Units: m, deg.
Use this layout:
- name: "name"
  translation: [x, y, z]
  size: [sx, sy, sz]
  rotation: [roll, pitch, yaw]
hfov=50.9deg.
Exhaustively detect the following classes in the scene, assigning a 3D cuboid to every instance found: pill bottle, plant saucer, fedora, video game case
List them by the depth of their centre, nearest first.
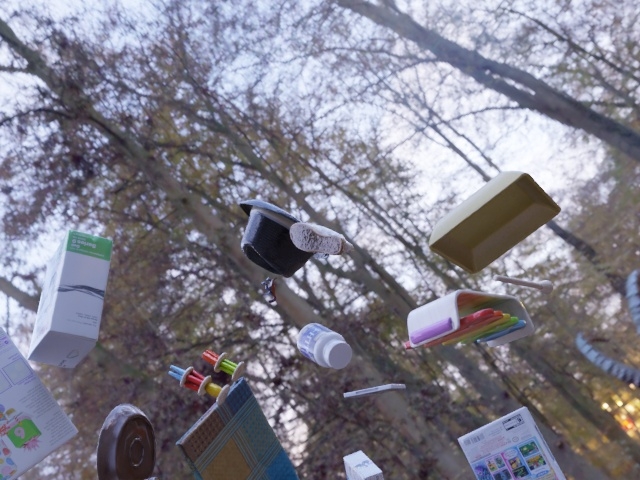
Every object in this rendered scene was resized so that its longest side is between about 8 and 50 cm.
- name: "video game case"
  translation: [0.348, 0.403, 1.238]
  size: [0.157, 0.143, 0.019]
  rotation: [-39, -24, 32]
- name: "video game case"
  translation: [0.127, 0.352, 1.572]
  size: [0.122, 0.011, 0.087]
  rotation: [-17, -20, 25]
- name: "plant saucer"
  translation: [0.492, -0.062, 1.939]
  size: [0.333, 0.081, 0.333]
  rotation: [-39, -34, 19]
- name: "pill bottle"
  translation: [0.015, 0.331, 2.088]
  size: [0.112, 0.187, 0.111]
  rotation: [-5, -80, -29]
- name: "fedora"
  translation: [-0.139, 0.014, 2.090]
  size: [0.152, 0.334, 0.334]
  rotation: [-60, -24, -14]
- name: "plant saucer"
  translation: [-0.599, 0.672, 2.125]
  size: [0.050, 0.310, 0.310]
  rotation: [-7, -23, 16]

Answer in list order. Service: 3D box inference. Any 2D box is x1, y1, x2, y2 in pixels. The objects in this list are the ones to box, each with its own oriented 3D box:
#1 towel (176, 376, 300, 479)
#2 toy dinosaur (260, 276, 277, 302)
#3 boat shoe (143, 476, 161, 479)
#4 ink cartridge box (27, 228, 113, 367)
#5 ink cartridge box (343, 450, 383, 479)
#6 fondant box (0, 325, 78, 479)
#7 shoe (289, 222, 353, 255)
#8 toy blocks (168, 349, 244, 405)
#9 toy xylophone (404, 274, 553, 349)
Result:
- name: "towel"
  translation: [-0.199, 0.581, 1.738]
  size: [0.040, 0.370, 0.271]
  rotation: [-14, 19, 39]
- name: "toy dinosaur"
  translation: [-0.156, 0.161, 2.116]
  size: [0.047, 0.090, 0.082]
  rotation: [-45, -67, -33]
- name: "boat shoe"
  translation: [-0.387, 0.761, 1.690]
  size: [0.120, 0.323, 0.122]
  rotation: [-16, -27, 3]
- name: "ink cartridge box"
  translation: [-0.635, 0.151, 1.715]
  size: [0.122, 0.289, 0.211]
  rotation: [18, -38, -29]
- name: "ink cartridge box"
  translation: [0.134, 0.686, 1.903]
  size: [0.062, 0.181, 0.104]
  rotation: [-15, -78, -18]
- name: "fondant box"
  translation: [-0.779, 0.405, 1.597]
  size: [0.238, 0.330, 0.096]
  rotation: [-35, -5, -43]
- name: "shoe"
  translation: [0.000, 0.000, 1.857]
  size: [0.058, 0.219, 0.076]
  rotation: [0, -76, -45]
- name: "toy blocks"
  translation: [-0.274, 0.310, 1.607]
  size: [0.123, 0.148, 0.054]
  rotation: [-57, -16, -36]
- name: "toy xylophone"
  translation: [0.321, 0.150, 1.337]
  size: [0.323, 0.081, 0.236]
  rotation: [4, -28, -38]
